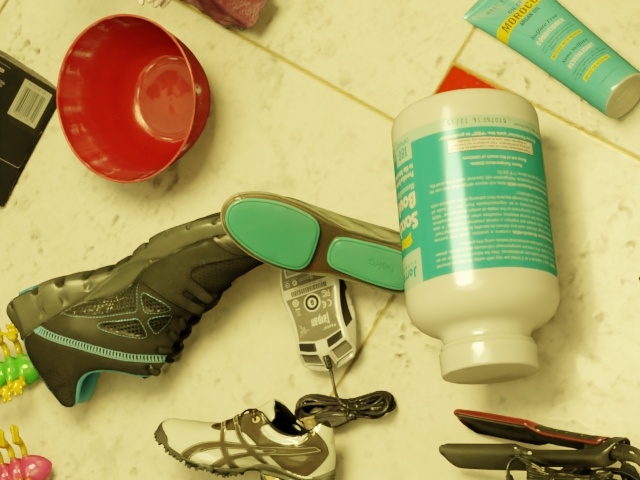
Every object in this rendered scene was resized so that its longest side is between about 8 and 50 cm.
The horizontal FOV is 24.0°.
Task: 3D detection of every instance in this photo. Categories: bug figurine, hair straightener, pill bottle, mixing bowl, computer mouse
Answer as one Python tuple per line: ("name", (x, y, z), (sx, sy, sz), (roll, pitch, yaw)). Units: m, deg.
("bug figurine", (-0.401, 0.219, 1.676), (0.216, 0.072, 0.279), (-15, 65, 14))
("hair straightener", (0.202, 0.211, 1.366), (0.230, 0.047, 0.089), (7, 59, 41))
("pill bottle", (0.149, -0.001, 1.435), (0.146, 0.146, 0.264), (-12, 70, 22))
("mixing bowl", (-0.188, -0.156, 1.654), (0.181, 0.098, 0.181), (3, 96, 28))
("computer mouse", (0.010, 0.095, 1.536), (0.106, 0.042, 0.193), (-18, 74, 25))

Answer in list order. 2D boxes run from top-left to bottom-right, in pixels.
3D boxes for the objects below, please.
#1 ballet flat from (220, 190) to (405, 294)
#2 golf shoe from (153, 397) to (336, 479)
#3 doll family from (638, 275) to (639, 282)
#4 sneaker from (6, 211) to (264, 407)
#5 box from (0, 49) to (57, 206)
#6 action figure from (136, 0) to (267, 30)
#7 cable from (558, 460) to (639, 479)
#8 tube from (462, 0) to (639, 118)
("ballet flat", (0.000, 0.000, 1.501), (0.213, 0.068, 0.072), (19, 105, -10))
("golf shoe", (-0.071, 0.196, 1.517), (0.198, 0.077, 0.094), (14, 100, 18))
("doll family", (0.360, -0.012, 1.378), (0.111, 0.076, 0.193), (12, 75, 8))
("sneaker", (-0.164, 0.065, 1.600), (0.341, 0.125, 0.140), (-24, 87, 21))
("box", (-0.440, -0.165, 1.703), (0.142, 0.247, 0.163), (26, 87, 28))
("action figure", (-0.176, -0.359, 1.563), (0.248, 0.370, 0.276), (18, 86, 30))
("cable", (0.235, 0.288, 1.375), (0.184, 0.047, 0.150), (-37, 68, 7))
("tube", (0.236, -0.200, 1.512), (0.080, 0.052, 0.207), (-43, 56, -4))
